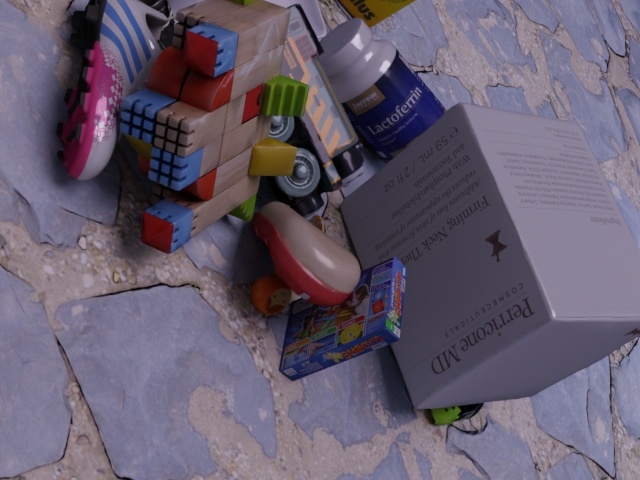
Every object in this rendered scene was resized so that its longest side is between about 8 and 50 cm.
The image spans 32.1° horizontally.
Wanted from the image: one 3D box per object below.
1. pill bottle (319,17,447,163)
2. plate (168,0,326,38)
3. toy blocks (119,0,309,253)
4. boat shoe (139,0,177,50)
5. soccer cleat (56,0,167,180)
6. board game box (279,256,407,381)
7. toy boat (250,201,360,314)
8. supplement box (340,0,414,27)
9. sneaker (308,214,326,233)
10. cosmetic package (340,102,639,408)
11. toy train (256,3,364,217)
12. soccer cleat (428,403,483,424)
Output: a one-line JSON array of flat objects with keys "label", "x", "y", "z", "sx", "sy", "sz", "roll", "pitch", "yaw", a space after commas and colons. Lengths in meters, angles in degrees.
[{"label": "pill bottle", "x": 0.107, "y": -0.271, "z": 2.046, "sx": 0.265, "sy": 0.153, "sz": 0.153, "roll": 46, "pitch": 38, "yaw": -24}, {"label": "plate", "x": -0.151, "y": -0.442, "z": 1.828, "sx": 0.278, "sy": 0.045, "sz": 0.277, "roll": -9, "pitch": 75, "yaw": -29}, {"label": "toy blocks", "x": -0.164, "y": -0.161, "z": 1.490, "sx": 0.190, "sy": 0.381, "sz": 0.261, "roll": 23, "pitch": 31, "yaw": 18}, {"label": "boat shoe", "x": -0.257, "y": -0.329, "z": 1.659, "sx": 0.219, "sy": 0.070, "sz": 0.078, "roll": 49, "pitch": 36, "yaw": -22}, {"label": "soccer cleat", "x": -0.267, "y": -0.213, "z": 1.510, "sx": 0.143, "sy": 0.116, "sz": 0.331, "roll": 17, "pitch": 51, "yaw": -25}, {"label": "board game box", "x": 0.033, "y": 0.117, "z": 1.642, "sx": 0.035, "sy": 0.201, "sz": 0.136, "roll": 42, "pitch": 40, "yaw": -31}, {"label": "toy boat", "x": -0.045, "y": 0.045, "z": 1.645, "sx": 0.151, "sy": 0.151, "sz": 0.231, "roll": 36, "pitch": 1, "yaw": -20}, {"label": "supplement box", "x": 0.133, "y": -0.637, "z": 2.285, "sx": 0.194, "sy": 0.195, "sz": 0.357, "roll": 45, "pitch": 37, "yaw": -27}, {"label": "sneaker", "x": 0.000, "y": 0.000, "z": 1.835, "sx": 0.037, "sy": 0.032, "sz": 0.083, "roll": 25, "pitch": 53, "yaw": -62}, {"label": "cosmetic package", "x": 0.302, "y": 0.031, "z": 1.870, "sx": 0.327, "sy": 0.329, "sz": 0.394, "roll": 3, "pitch": 58, "yaw": -42}, {"label": "toy train", "x": -0.054, "y": -0.207, "z": 1.736, "sx": 0.190, "sy": 0.142, "sz": 0.334, "roll": -33, "pitch": 102, "yaw": -24}, {"label": "soccer cleat", "x": 0.257, "y": 0.284, "z": 1.953, "sx": 0.179, "sy": 0.072, "sz": 0.060, "roll": -12, "pitch": 78, "yaw": -56}]
